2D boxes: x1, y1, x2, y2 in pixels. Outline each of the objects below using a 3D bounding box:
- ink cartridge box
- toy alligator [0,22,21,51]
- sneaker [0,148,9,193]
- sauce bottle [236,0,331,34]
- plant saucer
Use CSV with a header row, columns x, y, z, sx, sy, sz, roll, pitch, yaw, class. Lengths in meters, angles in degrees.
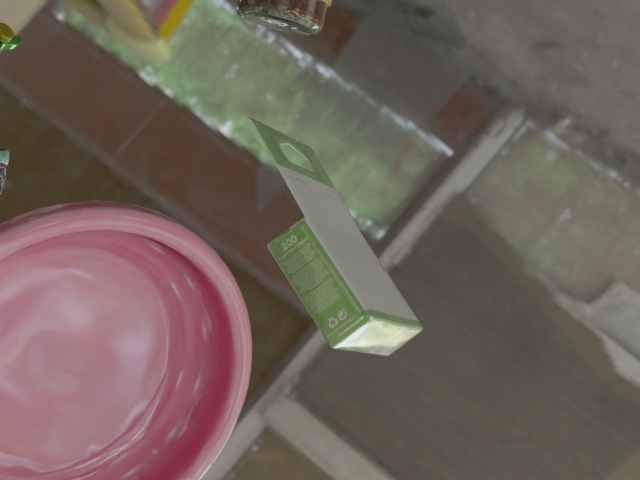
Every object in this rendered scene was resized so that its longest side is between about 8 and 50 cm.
x,y,z,sx,sy,sz,roll,pitch,yaw,class
0.000,0.000,1.351,0.235,0.056,0.171,57,-166,17,ink cartridge box
-0.466,-0.260,1.815,0.051,0.056,0.190,49,-149,1,toy alligator
-0.381,-0.066,1.534,0.038,0.069,0.098,6,174,-34,sneaker
-0.008,-0.415,1.582,0.111,0.344,0.111,14,-179,0,sauce bottle
-0.221,0.115,1.182,0.332,0.332,0.084,48,174,-37,plant saucer
